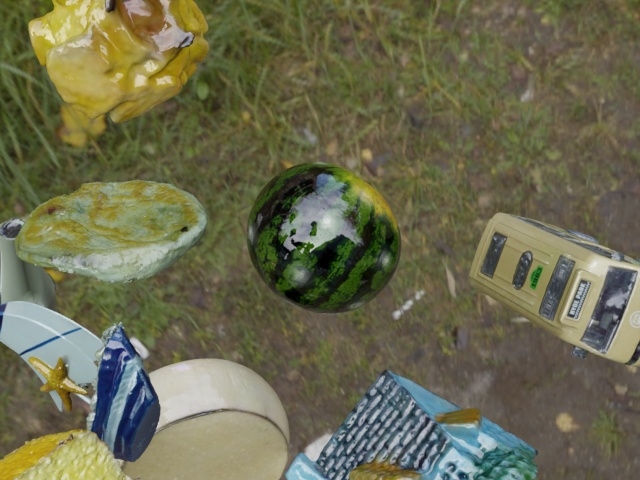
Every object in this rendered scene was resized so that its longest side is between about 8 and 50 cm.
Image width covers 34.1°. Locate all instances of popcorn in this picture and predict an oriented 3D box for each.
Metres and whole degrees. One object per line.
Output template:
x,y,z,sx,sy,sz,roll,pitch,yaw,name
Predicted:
-0.188,-0.190,0.976,0.167,0.152,0.148,-41,101,-29,popcorn

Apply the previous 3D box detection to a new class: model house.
0.094,0.294,1.261,0.241,0.226,0.261,37,102,11,model house

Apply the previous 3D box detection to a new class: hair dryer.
-0.396,0.078,1.448,0.088,0.219,0.225,-25,35,-24,hair dryer

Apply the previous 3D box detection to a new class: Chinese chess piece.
-0.218,0.362,1.826,0.338,0.338,0.140,-28,43,-3,Chinese chess piece

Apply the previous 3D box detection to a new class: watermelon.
0.003,-0.004,1.751,0.269,0.269,0.269,-5,61,10,watermelon

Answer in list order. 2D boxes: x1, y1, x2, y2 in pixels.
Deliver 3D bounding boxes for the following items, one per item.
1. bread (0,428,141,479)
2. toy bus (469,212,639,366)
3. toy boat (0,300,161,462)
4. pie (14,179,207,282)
-0.262,0.244,0.965,0.187,0.103,0.065,-32,18,-36,bread
0.412,0.075,1.752,0.365,0.201,0.177,34,106,66,toy bus
-0.315,0.138,1.260,0.291,0.220,0.067,35,42,16,toy boat
-0.203,-0.009,1.020,0.186,0.041,0.187,-1,28,1,pie
